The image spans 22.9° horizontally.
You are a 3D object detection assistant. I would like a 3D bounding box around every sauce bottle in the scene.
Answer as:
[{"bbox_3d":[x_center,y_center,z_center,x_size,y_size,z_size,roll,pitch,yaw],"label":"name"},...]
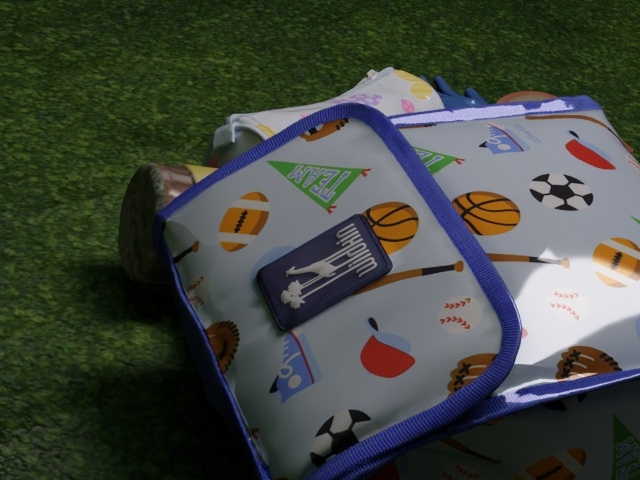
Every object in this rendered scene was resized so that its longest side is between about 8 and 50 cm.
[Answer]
[{"bbox_3d":[0.000,0.000,1.397,0.344,0.111,0.111,5,29,-24],"label":"sauce bottle"}]

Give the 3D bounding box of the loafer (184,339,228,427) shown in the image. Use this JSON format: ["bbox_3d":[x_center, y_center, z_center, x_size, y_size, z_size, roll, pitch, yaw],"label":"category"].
[{"bbox_3d":[-0.067,0.090,1.265,0.061,0.062,0.170,8,29,-17],"label":"loafer"}]

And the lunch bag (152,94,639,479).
[{"bbox_3d":[0.098,0.063,1.165,0.385,0.239,0.328,-7,41,-21],"label":"lunch bag"}]

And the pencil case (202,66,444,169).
[{"bbox_3d":[0.011,-0.088,1.551,0.113,0.124,0.273,3,18,42],"label":"pencil case"}]

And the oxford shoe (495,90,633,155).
[{"bbox_3d":[0.284,0.036,1.438,0.140,0.146,0.397,-16,53,-34],"label":"oxford shoe"}]

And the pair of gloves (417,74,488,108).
[{"bbox_3d":[0.132,-0.144,1.818,0.198,0.023,0.159,-12,37,-40],"label":"pair of gloves"}]
